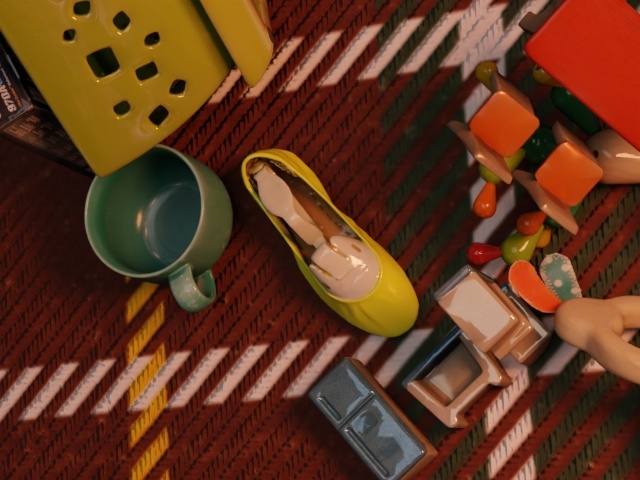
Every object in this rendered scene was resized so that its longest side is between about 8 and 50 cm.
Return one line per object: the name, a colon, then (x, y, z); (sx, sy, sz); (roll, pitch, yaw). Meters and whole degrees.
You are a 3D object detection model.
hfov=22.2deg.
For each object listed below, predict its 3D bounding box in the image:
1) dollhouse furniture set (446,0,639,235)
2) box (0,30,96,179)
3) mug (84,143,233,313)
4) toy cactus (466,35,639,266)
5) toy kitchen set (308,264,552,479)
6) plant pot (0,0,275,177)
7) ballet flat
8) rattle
dollhouse furniture set: (0.280, -0.109, 1.327); (0.259, 0.135, 0.262); (36, 104, -21)
box: (-0.282, -0.161, 1.594); (0.051, 0.220, 0.175); (-33, 72, 11)
mug: (-0.152, -0.009, 1.583); (0.129, 0.097, 0.158); (3, 83, 21)
toy cactus: (0.218, -0.076, 1.464); (0.180, 0.112, 0.219); (9, 81, 4)
toy kitchen set: (0.080, 0.105, 1.436); (0.207, 0.166, 0.122); (-45, 69, 8)
plant pot: (-0.172, -0.231, 1.527); (0.207, 0.227, 0.228); (-24, 30, 9)
ballet flat: (0.000, 0.000, 1.533); (0.077, 0.077, 0.231); (-43, 69, 9)
rattle: (0.252, 0.109, 1.422); (0.199, 0.143, 0.130); (16, 44, 20)
